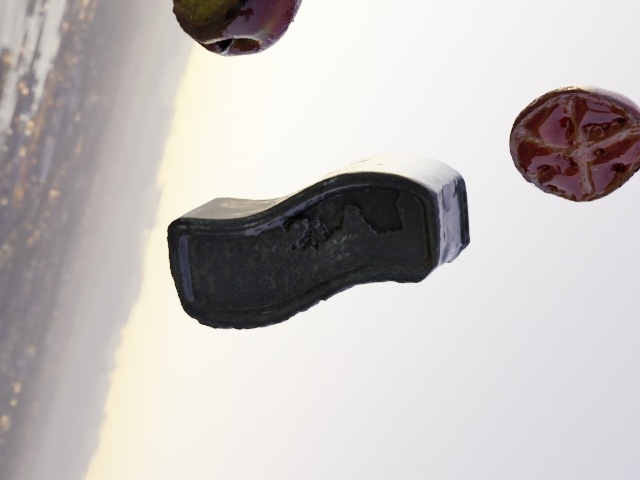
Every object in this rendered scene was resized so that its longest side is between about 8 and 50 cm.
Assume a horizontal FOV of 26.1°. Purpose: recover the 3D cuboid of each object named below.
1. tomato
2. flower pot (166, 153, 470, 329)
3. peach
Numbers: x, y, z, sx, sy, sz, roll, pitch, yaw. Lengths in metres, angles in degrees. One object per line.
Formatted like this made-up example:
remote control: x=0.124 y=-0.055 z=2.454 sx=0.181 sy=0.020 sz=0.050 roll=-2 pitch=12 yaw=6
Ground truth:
tomato: x=0.288 y=-0.121 z=1.552 sx=0.069 sy=0.156 sz=0.155 roll=-79 pitch=-171 yaw=-49
flower pot: x=0.000 y=0.000 z=1.094 sx=0.108 sy=0.229 sz=0.103 roll=-34 pitch=109 yaw=-71
peach: x=-0.068 y=-0.260 z=1.365 sx=0.127 sy=0.092 sz=0.172 roll=5 pitch=-107 yaw=46
